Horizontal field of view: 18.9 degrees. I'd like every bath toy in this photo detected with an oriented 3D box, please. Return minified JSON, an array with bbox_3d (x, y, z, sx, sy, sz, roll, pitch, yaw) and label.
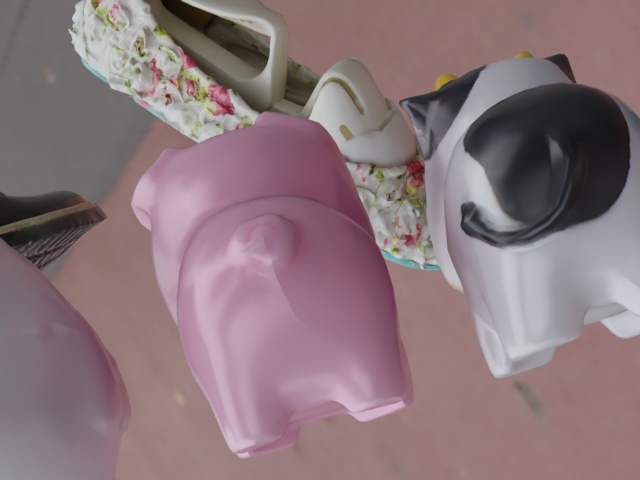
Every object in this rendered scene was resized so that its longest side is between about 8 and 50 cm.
[{"bbox_3d":[0.000,0.000,0.646,0.151,0.348,0.129,103,149,-80],"label":"bath toy"}]

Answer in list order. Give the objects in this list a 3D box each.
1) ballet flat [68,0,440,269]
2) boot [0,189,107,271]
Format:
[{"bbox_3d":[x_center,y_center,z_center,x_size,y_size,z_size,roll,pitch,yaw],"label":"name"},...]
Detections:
[{"bbox_3d":[-0.021,-0.071,0.970,0.241,0.091,0.077,31,125,8],"label":"ballet flat"},{"bbox_3d":[-0.215,-0.034,1.058,0.077,0.198,0.137,-41,80,29],"label":"boot"}]
